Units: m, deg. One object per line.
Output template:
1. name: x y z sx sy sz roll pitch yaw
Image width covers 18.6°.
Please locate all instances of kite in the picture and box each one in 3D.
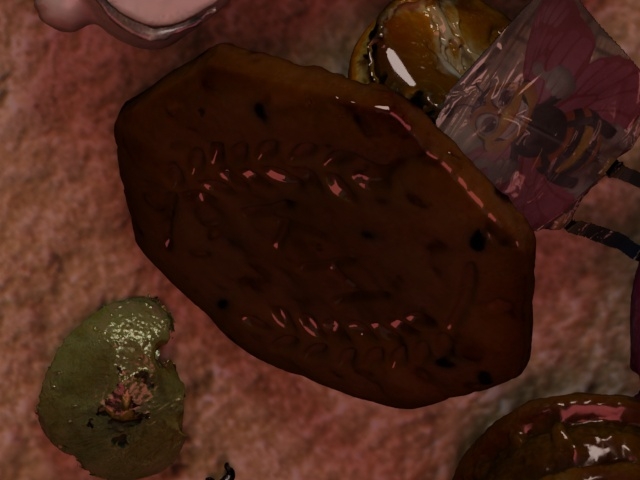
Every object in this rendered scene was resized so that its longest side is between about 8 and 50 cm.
1. kite: 0.216 -0.058 1.510 0.360 0.022 0.204 23 107 -41

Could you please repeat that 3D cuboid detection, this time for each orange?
1. orange: 0.093 -0.113 1.492 0.170 0.160 0.112 45 138 -18

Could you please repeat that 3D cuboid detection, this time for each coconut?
1. coconut: -0.168 0.133 1.586 0.133 0.055 0.158 -16 109 -3

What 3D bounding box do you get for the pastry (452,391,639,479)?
1. pastry: 0.224 0.247 1.602 0.235 0.132 0.240 17 130 -11

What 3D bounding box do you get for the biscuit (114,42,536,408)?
1. biscuit: -0.001 0.000 1.453 0.359 0.046 0.359 19 141 16

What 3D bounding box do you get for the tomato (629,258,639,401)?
1. tomato: 0.387 0.015 1.535 0.335 0.290 0.176 -24 67 15

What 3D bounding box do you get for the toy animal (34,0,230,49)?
1. toy animal: -0.050 -0.245 1.419 0.325 0.154 0.208 -5 116 -10

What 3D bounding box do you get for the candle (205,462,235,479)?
1. candle: -0.123 0.257 1.652 0.026 0.021 0.167 29 104 -16
